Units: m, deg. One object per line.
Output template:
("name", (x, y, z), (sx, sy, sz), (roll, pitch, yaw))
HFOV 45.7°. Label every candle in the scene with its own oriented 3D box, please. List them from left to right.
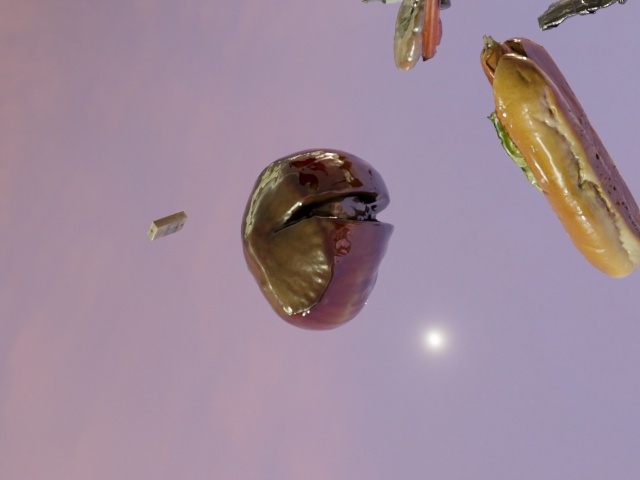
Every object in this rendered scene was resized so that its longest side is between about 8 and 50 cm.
("candle", (0.126, -0.266, 0.858), (0.026, 0.167, 0.021), (-16, -117, -1))

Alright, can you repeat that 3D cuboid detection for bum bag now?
("bum bag", (0.535, -0.472, 1.523), (0.198, 0.049, 0.087), (-12, -140, 35))

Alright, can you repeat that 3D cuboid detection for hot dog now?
("hot dog", (0.195, -0.069, 0.616), (0.062, 0.235, 0.092), (-25, -161, 32))

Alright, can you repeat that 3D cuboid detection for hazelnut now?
("hazelnut", (0.000, 0.000, 1.059), (0.217, 0.217, 0.251), (-6, -96, 46))

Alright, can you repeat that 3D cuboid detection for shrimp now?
("shrimp", (0.135, -0.326, 1.039), (0.126, 0.048, 0.223), (106, -4, -51))

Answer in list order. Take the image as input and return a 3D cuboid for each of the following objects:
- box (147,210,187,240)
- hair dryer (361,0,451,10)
("box", (-0.344, -0.033, 1.704), (0.024, 0.083, 0.053), (55, -39, 16))
("hair dryer", (0.188, -0.554, 1.686), (0.198, 0.057, 0.100), (-8, -88, 2))
